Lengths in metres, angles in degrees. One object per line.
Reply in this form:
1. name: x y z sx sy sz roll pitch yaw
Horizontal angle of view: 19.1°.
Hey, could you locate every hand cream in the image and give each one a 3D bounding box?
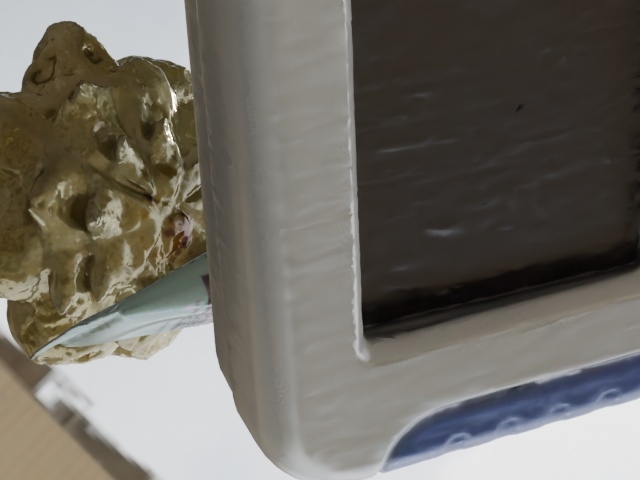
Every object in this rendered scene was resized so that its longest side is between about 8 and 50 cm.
1. hand cream: 0.000 0.000 1.037 0.331 0.058 0.085 -16 177 -31

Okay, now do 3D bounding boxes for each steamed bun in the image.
1. steamed bun: -0.167 -0.030 1.550 0.292 0.295 0.137 -14 -162 -41

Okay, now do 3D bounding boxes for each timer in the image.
1. timer: 0.051 -0.064 0.493 0.178 0.253 0.078 -13 -143 -16
